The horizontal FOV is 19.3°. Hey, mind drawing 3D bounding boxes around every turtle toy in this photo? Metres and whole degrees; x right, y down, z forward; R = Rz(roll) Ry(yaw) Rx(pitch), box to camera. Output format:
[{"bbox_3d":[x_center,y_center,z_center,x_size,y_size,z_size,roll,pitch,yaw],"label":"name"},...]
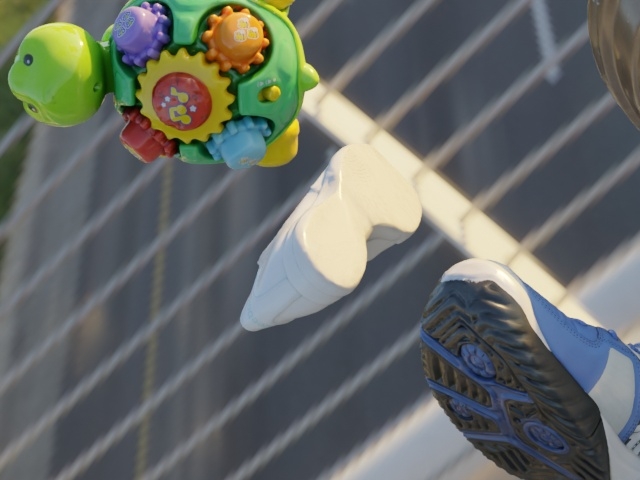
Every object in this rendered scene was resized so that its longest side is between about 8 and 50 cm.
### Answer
[{"bbox_3d":[-0.065,-0.070,0.790,0.130,0.095,0.066,4,27,12],"label":"turtle toy"}]

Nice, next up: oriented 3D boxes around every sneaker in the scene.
[{"bbox_3d":[0.120,0.070,0.799,0.080,0.211,0.081,4,56,51],"label":"sneaker"},{"bbox_3d":[0.000,0.000,1.320,0.094,0.080,0.212,-39,2,30],"label":"sneaker"}]

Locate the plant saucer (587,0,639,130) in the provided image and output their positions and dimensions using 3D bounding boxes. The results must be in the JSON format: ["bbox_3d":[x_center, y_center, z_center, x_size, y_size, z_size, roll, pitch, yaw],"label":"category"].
[{"bbox_3d":[0.261,-0.090,0.863,0.278,0.278,0.041,-27,41,42],"label":"plant saucer"}]
